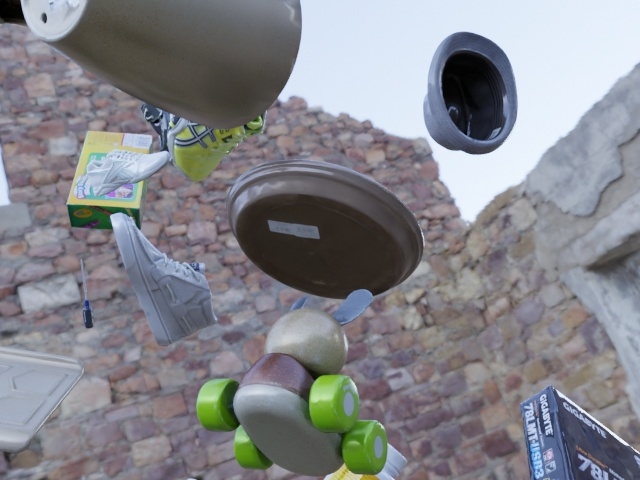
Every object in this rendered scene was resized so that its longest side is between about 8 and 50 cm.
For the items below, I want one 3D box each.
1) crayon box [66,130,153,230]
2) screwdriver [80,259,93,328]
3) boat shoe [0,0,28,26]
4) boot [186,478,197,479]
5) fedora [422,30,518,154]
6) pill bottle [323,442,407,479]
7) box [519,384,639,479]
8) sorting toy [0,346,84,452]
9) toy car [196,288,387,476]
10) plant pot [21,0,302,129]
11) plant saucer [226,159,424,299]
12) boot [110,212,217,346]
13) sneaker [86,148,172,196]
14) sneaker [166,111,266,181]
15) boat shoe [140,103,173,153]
[{"bbox_3d":[-0.515,-0.152,1.703,0.165,0.279,0.081,3,-43,-7],"label":"crayon box"},{"bbox_3d":[-0.560,0.129,1.639,0.024,0.170,0.025,-8,15,-25],"label":"screwdriver"},{"bbox_3d":[-0.480,-0.375,1.046,0.285,0.089,0.105,8,-26,27],"label":"boat shoe"},{"bbox_3d":[-0.213,0.528,1.229,0.244,0.089,0.176,-3,23,36],"label":"boot"},{"bbox_3d":[0.316,-0.312,1.541,0.243,0.276,0.124,4,-13,-26],"label":"fedora"},{"bbox_3d":[0.057,0.449,1.199,0.215,0.117,0.117,-50,-15,-16],"label":"pill bottle"},{"bbox_3d":[0.412,0.394,0.950,0.295,0.293,0.073,38,-57,-16],"label":"box"},{"bbox_3d":[-0.554,0.235,1.062,0.306,0.041,0.229,9,20,0],"label":"sorting toy"},{"bbox_3d":[-0.010,0.131,0.713,0.154,0.189,0.149,-7,-47,27],"label":"toy car"},{"bbox_3d":[-0.204,-0.280,0.836,0.256,0.257,0.274,-34,-17,30],"label":"plant pot"},{"bbox_3d":[0.000,0.000,0.928,0.277,0.041,0.278,12,-35,9],"label":"plant saucer"},{"bbox_3d":[-0.262,0.053,1.176,0.123,0.095,0.259,-21,-61,-13],"label":"boot"},{"bbox_3d":[-0.315,-0.121,1.118,0.152,0.061,0.054,-17,17,14],"label":"sneaker"},{"bbox_3d":[-0.204,-0.246,1.424,0.145,0.147,0.385,-22,-24,-42],"label":"sneaker"},{"bbox_3d":[-0.404,-0.311,1.694,0.079,0.233,0.084,-4,-19,-22],"label":"boat shoe"}]
